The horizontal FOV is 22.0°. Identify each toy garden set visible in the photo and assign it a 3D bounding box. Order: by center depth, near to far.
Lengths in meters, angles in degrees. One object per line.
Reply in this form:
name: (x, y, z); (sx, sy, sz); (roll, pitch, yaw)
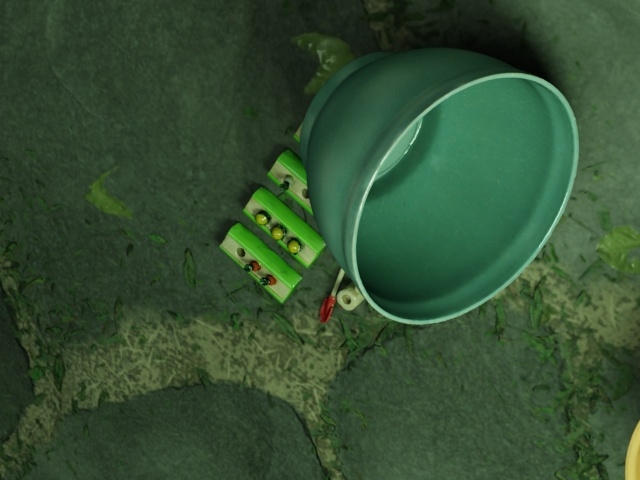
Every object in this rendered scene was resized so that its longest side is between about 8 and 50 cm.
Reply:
toy garden set: (0.000, 0.000, 1.977); (0.204, 0.049, 0.244); (41, 127, 8)

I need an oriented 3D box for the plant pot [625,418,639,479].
plant pot: (0.483, 0.217, 1.692); (0.291, 0.203, 0.290); (13, 119, 25)

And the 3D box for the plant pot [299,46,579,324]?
plant pot: (0.099, -0.085, 1.756); (0.196, 0.293, 0.293); (41, 132, 42)
